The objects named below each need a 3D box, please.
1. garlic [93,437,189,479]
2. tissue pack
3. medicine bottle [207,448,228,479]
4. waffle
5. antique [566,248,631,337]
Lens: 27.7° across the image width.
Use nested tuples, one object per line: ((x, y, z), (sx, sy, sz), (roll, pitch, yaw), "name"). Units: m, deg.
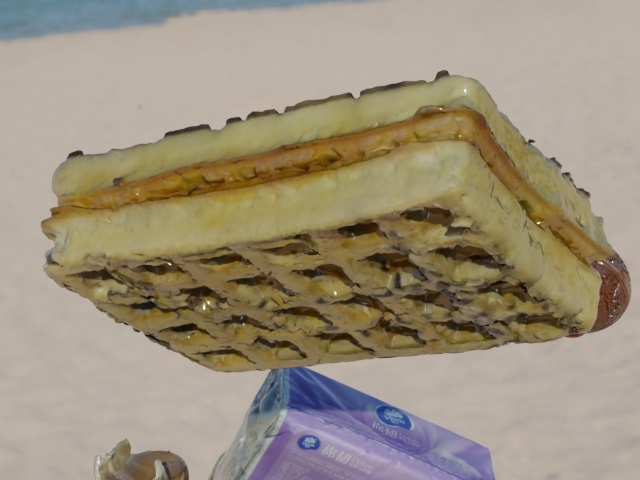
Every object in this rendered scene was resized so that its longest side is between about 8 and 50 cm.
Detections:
((-0.225, 0.325, 1.677), (0.099, 0.124, 0.174), (1, 15, 28), "garlic")
((0.038, 0.335, 1.772), (0.338, 0.242, 0.160), (25, 26, -12), "tissue pack")
((-0.100, 0.352, 1.928), (0.122, 0.212, 0.122), (24, 4, -2), "medicine bottle")
((0.000, -0.001, 0.986), (0.376, 0.114, 0.261), (-9, -31, 33), "waffle")
((0.261, 0.044, 1.293), (0.104, 0.104, 0.104), (-5, 14, 1), "antique")
